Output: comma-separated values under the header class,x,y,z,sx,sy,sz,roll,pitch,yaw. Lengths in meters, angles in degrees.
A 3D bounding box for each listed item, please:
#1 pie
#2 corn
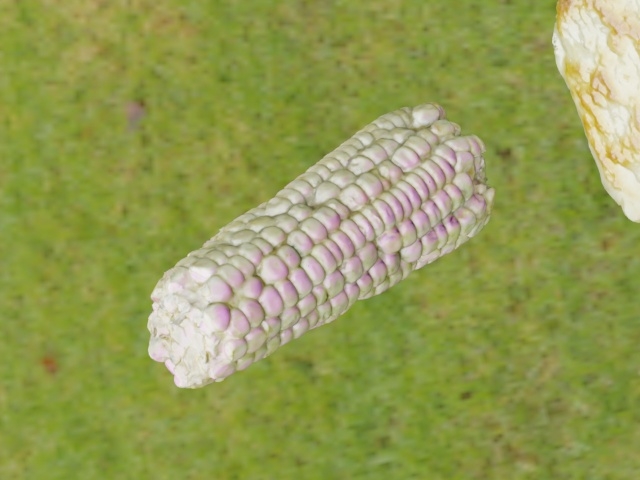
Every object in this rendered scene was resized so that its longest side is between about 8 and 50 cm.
class,x,y,z,sx,sy,sz,roll,pitch,yaw
pie,0.200,-0.091,0.925,0.179,0.084,0.205,56,145,17
corn,0.001,0.002,1.480,0.126,0.335,0.126,33,139,35
